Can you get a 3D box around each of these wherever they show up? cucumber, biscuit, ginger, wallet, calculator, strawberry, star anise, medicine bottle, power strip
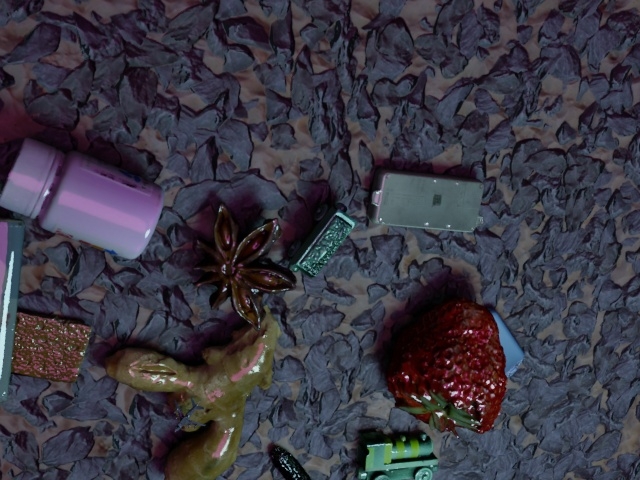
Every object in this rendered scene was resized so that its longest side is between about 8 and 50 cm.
[{"bbox_3d":[-0.057,0.533,1.666,0.053,0.053,0.181,-35,112,-4],"label":"cucumber"},{"bbox_3d":[-0.569,0.195,1.398,0.237,0.026,0.131,14,101,-20],"label":"biscuit"},{"bbox_3d":[-0.212,0.328,1.509,0.348,0.122,0.363,-21,103,-1],"label":"ginger"},{"bbox_3d":[-0.673,0.121,1.302,0.252,0.083,0.360,7,98,-17],"label":"wallet"},{"bbox_3d":[0.400,0.250,1.723,0.121,0.039,0.210,-40,114,-3],"label":"calculator"},{"bbox_3d":[0.287,0.282,1.608,0.261,0.261,0.257,40,55,-25],"label":"strawberry"},{"bbox_3d":[-0.145,0.045,1.440,0.214,0.099,0.220,25,96,-6],"label":"star anise"},{"bbox_3d":[-0.418,-0.075,1.290,0.255,0.152,0.152,24,99,-22],"label":"medicine bottle"},{"bbox_3d":[0.227,-0.084,1.552,0.271,0.046,0.117,5,104,-18],"label":"power strip"}]

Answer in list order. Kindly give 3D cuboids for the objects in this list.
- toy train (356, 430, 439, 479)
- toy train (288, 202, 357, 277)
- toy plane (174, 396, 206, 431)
[{"bbox_3d":[0.183,0.512,1.719,0.200,0.083,0.132,-2,105,-18],"label":"toy train"},{"bbox_3d":[0.000,0.000,1.477,0.070,0.099,0.172,35,95,-24],"label":"toy train"},{"bbox_3d":[-0.263,0.348,1.444,0.078,0.024,0.084,39,97,1],"label":"toy plane"}]
